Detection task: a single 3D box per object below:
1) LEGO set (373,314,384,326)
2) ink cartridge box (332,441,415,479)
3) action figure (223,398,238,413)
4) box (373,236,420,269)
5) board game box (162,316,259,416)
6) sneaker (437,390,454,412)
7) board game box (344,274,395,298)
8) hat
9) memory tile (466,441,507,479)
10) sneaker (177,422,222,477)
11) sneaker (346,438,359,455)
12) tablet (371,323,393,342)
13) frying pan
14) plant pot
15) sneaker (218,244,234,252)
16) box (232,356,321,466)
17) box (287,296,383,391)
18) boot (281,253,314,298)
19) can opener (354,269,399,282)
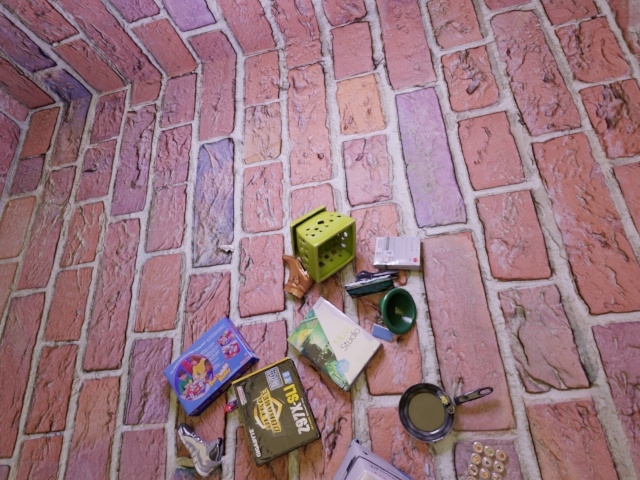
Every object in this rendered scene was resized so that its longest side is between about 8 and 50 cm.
[{"bbox_3d":[0.247,0.315,1.698,0.054,0.023,0.083,36,68,25],"label":"LEGO set"},{"bbox_3d":[0.195,0.785,1.256,0.285,0.395,0.166,30,77,8],"label":"ink cartridge box"},{"bbox_3d":[-0.349,0.665,1.716,0.115,0.030,0.038,-37,57,-9],"label":"action figure"},{"bbox_3d":[0.323,0.051,1.764,0.186,0.038,0.145,-1,54,17],"label":"box"},{"bbox_3d":[-0.464,0.529,1.784,0.347,0.078,0.233,-42,62,-4],"label":"board game box"},{"bbox_3d":[0.437,0.559,1.467,0.031,0.035,0.083,-36,61,0],"label":"sneaker"},{"bbox_3d":[0.202,0.188,1.706,0.186,0.126,0.026,-15,63,11],"label":"board game box"},{"bbox_3d":[0.255,0.269,1.698,0.173,0.183,0.208,-34,103,-29],"label":"hat"},{"bbox_3d":[0.553,0.762,1.407,0.113,0.012,0.148,12,71,22],"label":"memory tile"},{"bbox_3d":[-0.459,0.798,1.669,0.132,0.086,0.228,-35,72,-6],"label":"sneaker"},{"bbox_3d":[0.130,0.806,1.495,0.078,0.067,0.188,0,67,-1],"label":"sneaker"},{"bbox_3d":[0.245,0.366,1.664,0.083,0.006,0.054,16,113,22],"label":"tablet"},{"bbox_3d":[0.426,0.569,1.510,0.326,0.053,0.197,-41,63,-5],"label":"frying pan"},{"bbox_3d":[0.000,0.000,1.772,0.228,0.227,0.207,-33,51,-28],"label":"plant pot"},{"bbox_3d":[-0.453,0.042,2.023,0.083,0.032,0.037,-5,65,16],"label":"sneaker"},{"bbox_3d":[-0.173,0.653,1.628,0.257,0.079,0.322,-23,62,-3],"label":"box"},{"bbox_3d":[0.054,0.408,1.692,0.322,0.058,0.232,34,80,27],"label":"box"},{"bbox_3d":[-0.123,0.155,1.852,0.197,0.073,0.152,25,80,28],"label":"boot"},{"bbox_3d":[0.235,0.154,1.754,0.186,0.059,0.073,-6,38,4],"label":"can opener"}]
